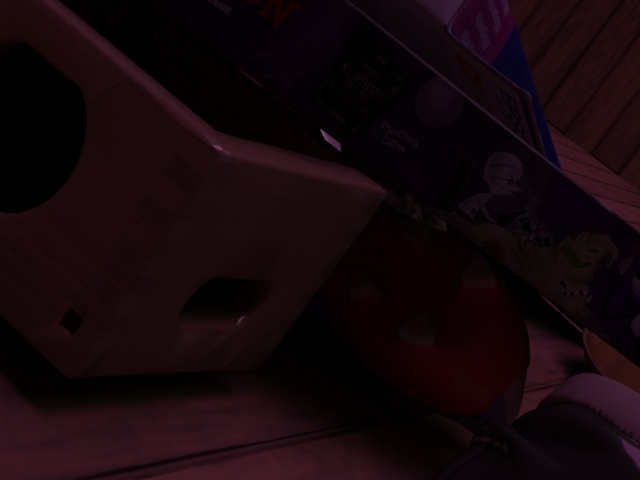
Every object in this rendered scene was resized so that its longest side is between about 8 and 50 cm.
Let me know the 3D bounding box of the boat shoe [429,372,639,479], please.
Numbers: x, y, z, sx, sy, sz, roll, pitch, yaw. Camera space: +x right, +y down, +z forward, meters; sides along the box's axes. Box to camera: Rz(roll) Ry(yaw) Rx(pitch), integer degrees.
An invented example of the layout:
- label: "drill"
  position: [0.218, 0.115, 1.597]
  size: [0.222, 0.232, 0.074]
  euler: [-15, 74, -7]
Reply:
- label: "boat shoe"
  position: [0.143, 0.179, 0.381]
  size: [0.335, 0.095, 0.112]
  euler: [45, -21, 24]

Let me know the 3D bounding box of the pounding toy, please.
- label: "pounding toy"
  position: [-0.110, -0.048, 0.485]
  size: [0.206, 0.094, 0.181]
  euler: [40, 12, 20]

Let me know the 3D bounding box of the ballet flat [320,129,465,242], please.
- label: "ballet flat"
  position: [0.015, -0.040, 0.879]
  size: [0.188, 0.070, 0.070]
  euler: [26, 15, -25]

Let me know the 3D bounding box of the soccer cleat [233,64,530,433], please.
- label: "soccer cleat"
  position: [0.000, 0.000, 0.691]
  size: [0.248, 0.083, 0.095]
  euler: [38, -20, 38]

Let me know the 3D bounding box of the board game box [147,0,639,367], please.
- label: "board game box"
  position: [0.001, -0.077, 0.606]
  size: [0.347, 0.056, 0.208]
  euler: [35, 3, -24]

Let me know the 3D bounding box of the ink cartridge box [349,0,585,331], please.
- label: "ink cartridge box"
  position: [0.086, -0.109, 1.040]
  size: [0.330, 0.071, 0.324]
  euler: [43, -10, 34]

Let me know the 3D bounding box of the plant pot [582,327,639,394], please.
- label: "plant pot"
  position: [0.272, 0.108, 0.934]
  size: [0.236, 0.032, 0.236]
  euler: [14, 21, -6]
